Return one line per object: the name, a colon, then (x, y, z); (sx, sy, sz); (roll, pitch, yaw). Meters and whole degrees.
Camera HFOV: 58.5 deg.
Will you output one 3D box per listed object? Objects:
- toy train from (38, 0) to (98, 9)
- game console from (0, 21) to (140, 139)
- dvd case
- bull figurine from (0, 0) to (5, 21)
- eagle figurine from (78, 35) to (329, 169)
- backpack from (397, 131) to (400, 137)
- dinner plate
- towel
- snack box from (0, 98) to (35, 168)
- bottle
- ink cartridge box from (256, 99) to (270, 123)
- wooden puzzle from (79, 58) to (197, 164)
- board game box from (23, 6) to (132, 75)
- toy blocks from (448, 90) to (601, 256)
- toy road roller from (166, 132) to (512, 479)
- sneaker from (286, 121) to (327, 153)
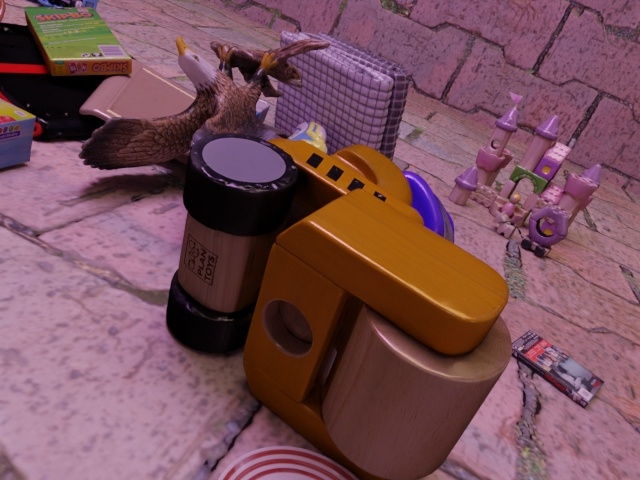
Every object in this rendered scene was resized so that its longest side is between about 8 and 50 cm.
toy train: (-0.668, -0.626, 1.463); (0.184, 0.080, 0.105); (27, 15, 13)
game console: (-0.431, -0.276, 0.998); (0.342, 0.060, 0.387); (38, 28, 16)
dvd case: (0.322, 0.172, 0.784); (0.119, 0.013, 0.087); (36, 27, 28)
bull figurine: (-0.612, -0.315, 0.791); (0.311, 0.101, 0.188); (-9, 56, -16)
eagle figurine: (-0.148, -0.165, 0.779); (0.225, 0.226, 0.298); (34, 56, -20)
backpack: (0.106, -0.254, 1.338); (0.152, 0.115, 0.182); (16, 28, -23)
dinner plate: (-0.013, 0.209, 0.411); (0.141, 0.017, 0.141); (20, 24, -10)
towel: (0.038, -0.274, 1.156); (0.121, 0.234, 0.284); (-28, 51, -35)
snack box: (-0.477, -0.145, 0.656); (0.207, 0.070, 0.174); (25, 25, 8)
bottle: (0.144, -0.022, 0.845); (0.118, 0.092, 0.283); (69, 15, 11)
ink cartridge box: (-0.168, -0.272, 1.208); (0.089, 0.052, 0.122); (24, 26, 0)
wooden puzzle: (-0.251, -0.202, 0.953); (0.239, 0.044, 0.220); (24, 33, -16)
board game box: (-0.424, -0.350, 0.987); (0.124, 0.039, 0.259); (-12, 45, -30)
toy blocks: (0.490, -0.162, 1.313); (0.289, 0.260, 0.309); (35, 27, 22)
toy road roller: (0.029, 0.027, 0.541); (0.330, 0.202, 0.241); (35, 39, 23)
sneaker: (-0.055, -0.170, 1.054); (0.126, 0.091, 0.240); (14, 27, -18)
